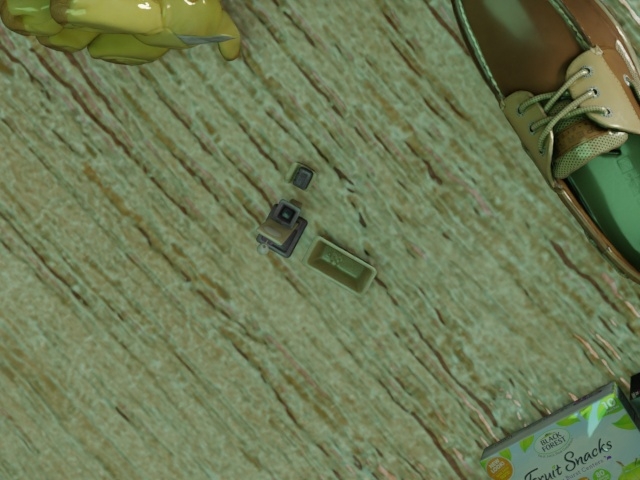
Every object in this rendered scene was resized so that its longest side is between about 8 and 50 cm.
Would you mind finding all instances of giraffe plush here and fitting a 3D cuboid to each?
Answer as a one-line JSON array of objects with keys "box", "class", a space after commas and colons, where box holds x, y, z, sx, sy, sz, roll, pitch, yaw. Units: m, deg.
[{"box": [-0.153, -0.250, 1.301, 0.210, 0.181, 0.170, 3, 84, 24], "class": "giraffe plush"}]

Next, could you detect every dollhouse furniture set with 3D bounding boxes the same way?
[{"box": [0.000, 0.000, 1.361, 0.114, 0.081, 0.091, 30, 110, 4], "class": "dollhouse furniture set"}]

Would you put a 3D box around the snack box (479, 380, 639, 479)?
[{"box": [0.230, 0.203, 1.385, 0.141, 0.037, 0.100, -32, 94, 19], "class": "snack box"}]

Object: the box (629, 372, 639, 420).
[{"box": [0.316, 0.132, 1.331, 0.083, 0.062, 0.052, -28, 98, 19], "class": "box"}]

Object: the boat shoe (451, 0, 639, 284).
[{"box": [0.222, -0.095, 1.261, 0.122, 0.120, 0.324, -36, 95, 19], "class": "boat shoe"}]
